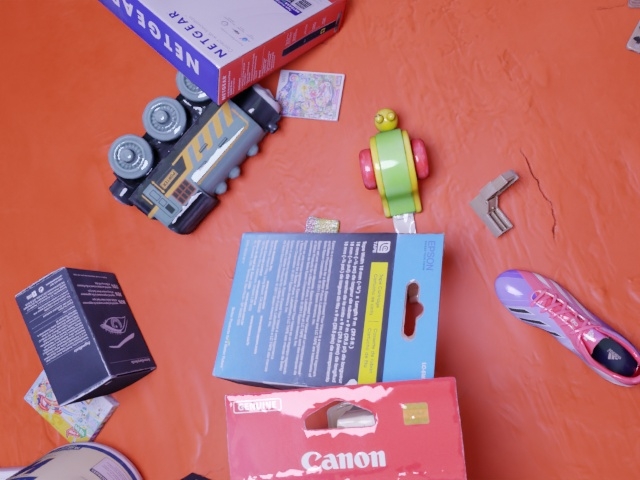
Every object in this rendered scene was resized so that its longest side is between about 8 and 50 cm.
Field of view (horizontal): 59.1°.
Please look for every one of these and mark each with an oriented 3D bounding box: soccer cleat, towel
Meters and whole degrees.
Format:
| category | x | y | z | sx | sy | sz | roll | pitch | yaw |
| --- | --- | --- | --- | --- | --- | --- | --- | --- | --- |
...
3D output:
| category | x | y | z | sx | sy | sz | roll | pitch | yaw |
| --- | --- | --- | --- | --- | --- | --- | --- | --- | --- |
| soccer cleat | 0.377 | 0.125 | 0.851 | 0.248 | 0.095 | 0.083 | 40 | 92 | 14 |
| towel | 0.000 | 0.000 | 0.991 | 0.060 | 0.009 | 0.083 | 7 | 85 | 12 |

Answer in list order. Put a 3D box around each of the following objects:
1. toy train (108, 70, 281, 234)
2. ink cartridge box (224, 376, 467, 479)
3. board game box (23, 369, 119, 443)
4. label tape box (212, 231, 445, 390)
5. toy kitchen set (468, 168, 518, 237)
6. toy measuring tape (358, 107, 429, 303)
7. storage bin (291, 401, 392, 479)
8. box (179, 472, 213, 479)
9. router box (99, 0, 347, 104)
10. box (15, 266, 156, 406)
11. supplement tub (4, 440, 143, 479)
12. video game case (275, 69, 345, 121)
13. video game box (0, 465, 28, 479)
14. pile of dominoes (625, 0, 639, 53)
| category | x | y | z | sx | sy | sz | roll | pitch | yaw |
| --- | --- | --- | --- | --- | --- | --- | --- | --- | --- |
| toy train | -0.221 | -0.169 | 1.003 | 0.190 | 0.142 | 0.334 | 41 | 90 | 2 |
| ink cartridge box | 0.027 | 0.303 | 0.648 | 0.296 | 0.066 | 0.261 | -7 | 82 | 8 |
| board game box | -0.458 | 0.295 | 1.038 | 0.154 | 0.026 | 0.103 | 35 | 90 | 14 |
| label tape box | 0.023 | 0.114 | 0.870 | 0.333 | 0.106 | 0.241 | 1 | 67 | 21 |
| toy kitchen set | 0.304 | -0.065 | 0.909 | 0.068 | 0.083 | 0.075 | -26 | 74 | -35 |
| toy measuring tape | 0.130 | -0.064 | 0.919 | 0.121 | 0.121 | 0.330 | -10 | 81 | 10 |
| storage bin | 0.057 | 0.367 | 0.800 | 0.123 | 0.262 | 0.261 | -9 | 81 | 10 |
| box | -0.179 | 0.453 | 0.891 | 0.155 | 0.158 | 0.093 | 14 | 85 | 14 |
| router box | -0.175 | -0.424 | 0.974 | 0.335 | 0.082 | 0.301 | 41 | 60 | 13 |
| box | -0.402 | 0.163 | 0.980 | 0.108 | 0.153 | 0.207 | -30 | 77 | 7 |
| supplement tub | -0.418 | 0.462 | 0.840 | 0.235 | 0.325 | 0.236 | 0 | 87 | 3 |
| video game case | -0.021 | -0.265 | 1.029 | 0.122 | 0.011 | 0.087 | 8 | 85 | 13 |
| video game box | -0.616 | 0.517 | 1.032 | 0.205 | 0.048 | 0.187 | -6 | 79 | 11 |
| pile of dominoes | 0.630 | -0.391 | 0.895 | 0.251 | 0.040 | 0.196 | 8 | 84 | 13 |
